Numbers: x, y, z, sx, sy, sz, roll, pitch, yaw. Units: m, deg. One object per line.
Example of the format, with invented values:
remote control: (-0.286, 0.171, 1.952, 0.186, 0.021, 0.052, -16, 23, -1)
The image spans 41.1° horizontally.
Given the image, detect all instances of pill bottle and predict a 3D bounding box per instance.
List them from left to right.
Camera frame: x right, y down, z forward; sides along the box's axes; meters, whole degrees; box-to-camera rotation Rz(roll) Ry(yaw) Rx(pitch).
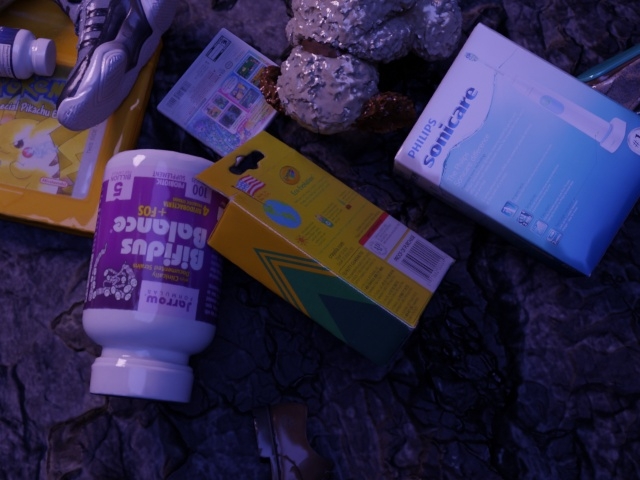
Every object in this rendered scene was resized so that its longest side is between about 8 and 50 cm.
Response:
pill bottle: (-0.423, -0.254, 1.151, 0.120, 0.067, 0.067, 7, 77, -1)
pill bottle: (-0.210, 0.050, 1.087, 0.169, 0.169, 0.302, 5, 77, -1)

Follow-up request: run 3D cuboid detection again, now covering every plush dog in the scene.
plush dog: (0.028, -0.251, 1.129, 0.262, 0.210, 0.226, 16, 95, 27)

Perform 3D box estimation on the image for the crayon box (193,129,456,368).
crayon box: (0.000, 0.000, 1.092, 0.318, 0.202, 0.081, 36, 122, 6)

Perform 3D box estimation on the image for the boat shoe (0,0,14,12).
boat shoe: (-0.398, -0.394, 1.164, 0.285, 0.089, 0.104, -47, 111, -11)

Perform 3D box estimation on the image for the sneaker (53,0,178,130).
sneaker: (-0.312, -0.278, 1.149, 0.153, 0.101, 0.269, 26, 70, 5)

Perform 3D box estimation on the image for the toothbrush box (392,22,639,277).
toothbrush box: (0.275, -0.115, 1.147, 0.295, 0.126, 0.216, 31, 89, 4)

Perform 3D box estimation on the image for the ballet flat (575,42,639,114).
ballet flat: (0.508, -0.259, 1.228, 0.316, 0.107, 0.106, -32, 101, -3)

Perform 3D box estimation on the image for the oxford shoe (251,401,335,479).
oxford shoe: (-0.022, 0.316, 1.080, 0.096, 0.083, 0.227, -10, 79, -9)

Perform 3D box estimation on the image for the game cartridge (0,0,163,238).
game cartridge: (-0.393, -0.182, 1.191, 0.285, 0.053, 0.324, 11, 78, 0)

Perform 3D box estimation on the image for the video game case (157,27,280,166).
video game case: (-0.130, -0.206, 1.223, 0.143, 0.019, 0.157, 36, 78, 5)
